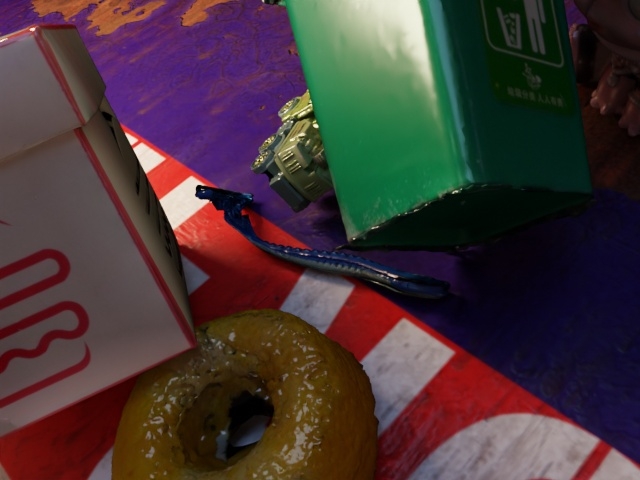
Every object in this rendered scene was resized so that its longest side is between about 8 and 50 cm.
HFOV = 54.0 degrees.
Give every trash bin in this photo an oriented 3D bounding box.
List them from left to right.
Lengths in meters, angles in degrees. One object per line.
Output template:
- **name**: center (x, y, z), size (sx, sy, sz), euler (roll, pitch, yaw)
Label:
- **trash bin**: center (0.099, -0.186, 0.647), size (0.259, 0.295, 0.380), euler (2, 73, -34)

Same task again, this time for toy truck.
- **toy truck**: center (-0.003, -0.127, 0.782), size (0.116, 0.085, 0.191), euler (-27, 28, 34)

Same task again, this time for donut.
- **donut**: center (-0.072, 0.177, 0.568), size (0.254, 0.118, 0.253), euler (-17, 50, 21)

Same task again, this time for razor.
- **razor**: center (-0.004, 0.012, 0.732), size (0.324, 0.093, 0.056), euler (23, 99, 27)

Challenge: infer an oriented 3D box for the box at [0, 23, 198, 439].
- **box**: center (-0.324, -0.013, 0.614), size (0.312, 0.300, 0.314), euler (-25, 23, -7)

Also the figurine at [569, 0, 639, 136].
- **figurine**: center (0.379, -0.284, 0.680), size (0.211, 0.361, 0.253), euler (-42, 50, -8)
